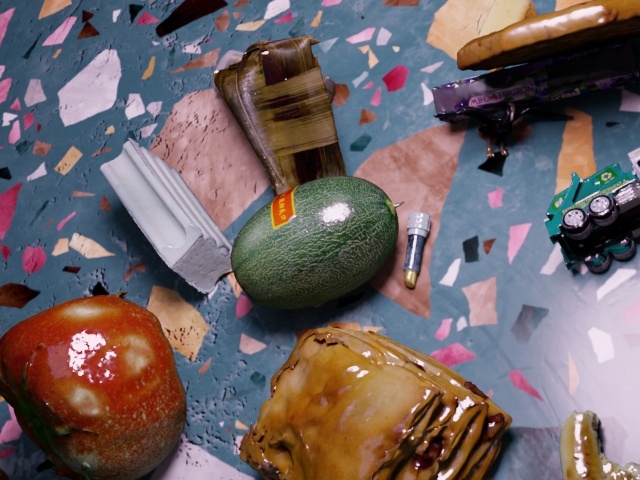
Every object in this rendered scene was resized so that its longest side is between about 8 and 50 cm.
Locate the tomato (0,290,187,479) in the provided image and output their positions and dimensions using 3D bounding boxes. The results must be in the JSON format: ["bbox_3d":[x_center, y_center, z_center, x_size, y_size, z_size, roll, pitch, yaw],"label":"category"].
[{"bbox_3d":[-0.338,0.214,1.769,0.239,0.303,0.303,-34,49,-28],"label":"tomato"}]

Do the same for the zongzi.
[{"bbox_3d":[-0.085,-0.182,1.933,0.288,0.134,0.285,-2,102,57],"label":"zongzi"}]

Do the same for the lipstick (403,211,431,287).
[{"bbox_3d":[0.142,0.015,1.776,0.037,0.037,0.116,2,70,28],"label":"lipstick"}]

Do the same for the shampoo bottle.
[{"bbox_3d":[-0.084,-0.268,2.026,0.227,0.056,0.086,22,87,34],"label":"shampoo bottle"}]

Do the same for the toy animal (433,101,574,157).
[{"bbox_3d":[0.272,-0.177,1.768,0.220,0.108,0.062,-3,58,-9],"label":"toy animal"}]

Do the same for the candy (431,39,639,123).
[{"bbox_3d":[0.325,-0.237,1.776,0.312,0.088,0.061,-12,83,22],"label":"candy"}]

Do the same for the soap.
[{"bbox_3d":[-0.251,-0.038,1.936,0.094,0.150,0.261,-44,53,7],"label":"soap"}]

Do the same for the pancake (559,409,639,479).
[{"bbox_3d":[0.425,0.348,1.442,0.197,0.054,0.376,-46,55,-2],"label":"pancake"}]

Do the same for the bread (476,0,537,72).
[{"bbox_3d":[0.283,-0.337,1.859,0.109,0.080,0.084,-42,51,-1],"label":"bread"}]

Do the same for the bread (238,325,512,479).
[{"bbox_3d":[0.062,0.258,1.606,0.325,0.167,0.277,28,79,34],"label":"bread"}]

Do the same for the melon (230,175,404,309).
[{"bbox_3d":[0.000,0.000,1.765,0.288,0.182,0.182,-23,57,15],"label":"melon"}]

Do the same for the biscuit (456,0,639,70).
[{"bbox_3d":[0.367,-0.300,1.659,0.359,0.359,0.046,-12,90,21],"label":"biscuit"}]

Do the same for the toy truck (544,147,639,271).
[{"bbox_3d":[0.416,-0.057,1.630,0.216,0.110,0.116,-29,44,12],"label":"toy truck"}]
